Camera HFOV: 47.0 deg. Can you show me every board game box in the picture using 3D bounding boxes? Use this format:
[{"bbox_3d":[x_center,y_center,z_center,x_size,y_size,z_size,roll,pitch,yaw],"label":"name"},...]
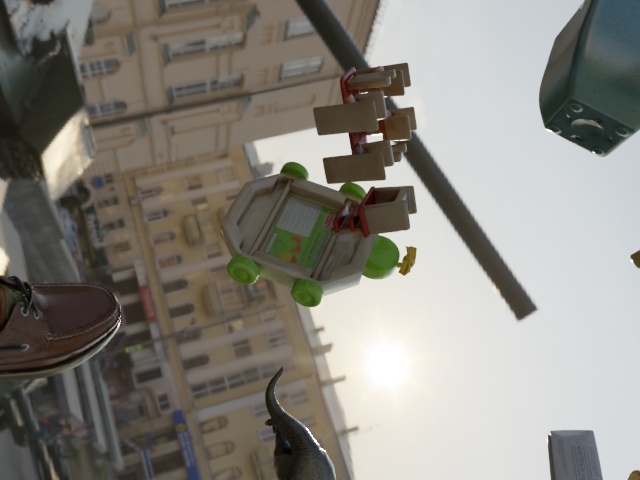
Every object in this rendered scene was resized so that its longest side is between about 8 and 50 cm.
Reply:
[{"bbox_3d":[0.276,0.378,0.752,0.193,0.053,0.306,-56,137,-66],"label":"board game box"}]

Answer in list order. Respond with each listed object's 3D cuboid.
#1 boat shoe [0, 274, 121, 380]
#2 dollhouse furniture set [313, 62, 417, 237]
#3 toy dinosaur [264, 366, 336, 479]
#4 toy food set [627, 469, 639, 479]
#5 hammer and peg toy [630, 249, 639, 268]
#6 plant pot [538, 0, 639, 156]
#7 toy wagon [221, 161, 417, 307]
[{"bbox_3d":[-0.366,0.098,0.860,0.111,0.307,0.105,46,-51,27],"label":"boat shoe"},{"bbox_3d":[0.066,-0.140,1.171,0.262,0.135,0.259,-56,139,-60],"label":"dollhouse furniture set"},{"bbox_3d":[-0.020,0.325,0.962,0.160,0.120,0.314,-160,-104,-64],"label":"toy dinosaur"},{"bbox_3d":[0.351,0.308,0.831,0.083,0.020,0.083,-71,-178,-48],"label":"toy food set"},{"bbox_3d":[0.787,0.083,1.602,0.266,0.127,0.361,34,34,-33],"label":"hammer and peg toy"},{"bbox_3d":[0.594,-0.324,1.515,0.252,0.247,0.248,-62,178,-17],"label":"plant pot"},{"bbox_3d":[0.000,0.000,1.317,0.068,0.344,0.267,101,11,-52],"label":"toy wagon"}]
